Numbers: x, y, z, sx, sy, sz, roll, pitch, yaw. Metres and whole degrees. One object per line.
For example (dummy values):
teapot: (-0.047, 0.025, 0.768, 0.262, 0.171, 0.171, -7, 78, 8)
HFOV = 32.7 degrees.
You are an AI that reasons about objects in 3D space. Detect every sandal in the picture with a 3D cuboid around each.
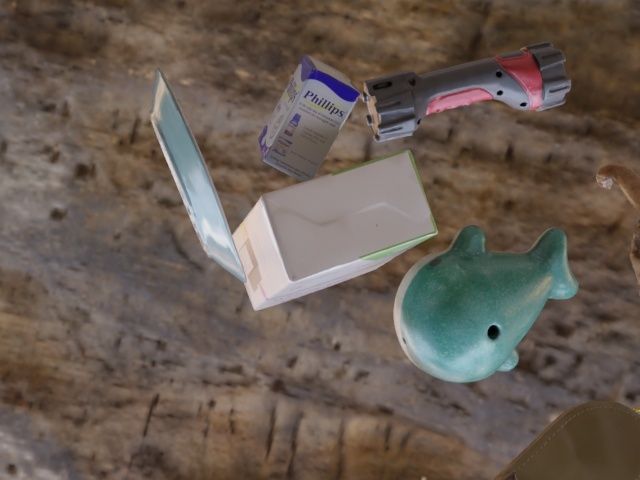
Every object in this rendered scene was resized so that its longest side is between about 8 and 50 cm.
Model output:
sandal: (0.184, 0.205, 0.918, 0.240, 0.088, 0.079, -21, 172, -41)

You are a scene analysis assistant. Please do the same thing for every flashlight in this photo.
flashlight: (0.219, -0.218, 1.645, 0.304, 0.103, 0.103, -17, 159, -9)

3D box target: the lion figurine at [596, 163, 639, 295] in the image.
lion figurine: (0.479, -0.078, 1.258, 0.142, 0.392, 0.240, 16, -155, -33)

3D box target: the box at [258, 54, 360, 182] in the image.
box: (-0.017, -0.160, 1.417, 0.072, 0.137, 0.126, 27, -167, -14)

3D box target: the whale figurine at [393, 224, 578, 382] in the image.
whale figurine: (0.233, 0.082, 1.432, 0.272, 0.216, 0.141, -22, -162, -16)

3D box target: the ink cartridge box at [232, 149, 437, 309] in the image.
ink cartridge box: (0.000, 0.000, 1.484, 0.207, 0.119, 0.353, -18, 174, -15)

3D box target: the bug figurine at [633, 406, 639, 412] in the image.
bug figurine: (0.360, 0.288, 1.385, 0.072, 0.279, 0.216, 51, -171, 15)

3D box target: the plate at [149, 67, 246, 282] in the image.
plate: (-0.105, -0.049, 0.884, 0.024, 0.188, 0.188, -22, -158, -7)
